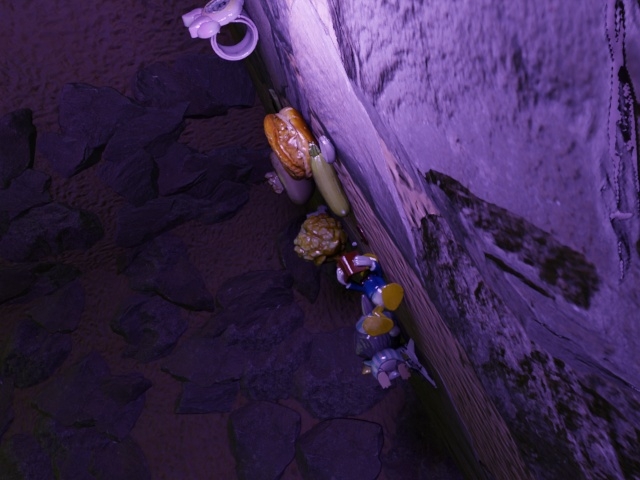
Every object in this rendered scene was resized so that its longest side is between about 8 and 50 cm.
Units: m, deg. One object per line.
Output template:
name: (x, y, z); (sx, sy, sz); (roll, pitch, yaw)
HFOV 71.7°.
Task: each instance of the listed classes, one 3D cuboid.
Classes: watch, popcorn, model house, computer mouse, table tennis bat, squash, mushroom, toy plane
watch: (-0.377, -0.821, 1.754); (0.211, 0.248, 0.217); (60, 180, 37)
popcorn: (0.005, -0.001, 2.399); (0.335, 0.274, 0.279); (-20, -56, -57)
model house: (0.016, -0.110, 2.801); (0.301, 0.190, 0.271); (-96, -20, -50)
computer mouse: (0.026, -0.289, 1.407); (0.066, 0.039, 0.096); (-120, 11, -49)
table tennis bat: (0.168, -0.017, 1.789); (0.087, 0.013, 0.156); (60, 176, 13)
squash: (0.024, -0.226, 1.642); (0.341, 0.094, 0.094); (61, 179, -30)
mushroom: (-0.194, -0.357, 2.518); (0.362, 0.294, 0.362); (62, 176, 7)
toy plane: (0.417, 0.545, 1.925); (0.234, 0.082, 0.160); (63, -155, 6)

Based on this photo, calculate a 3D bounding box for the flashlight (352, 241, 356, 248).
flashlight: (0.170, 0.026, 2.213); (0.018, 0.018, 0.083); (61, 178, 13)

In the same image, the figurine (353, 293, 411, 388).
figurine: (0.252, 0.445, 2.102); (0.378, 0.266, 0.361); (64, 179, -7)

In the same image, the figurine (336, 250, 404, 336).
figurine: (0.170, 0.158, 1.655); (0.283, 0.205, 0.338); (37, -167, -3)

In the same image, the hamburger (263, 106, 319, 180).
hamburger: (-0.103, -0.372, 1.755); (0.314, 0.170, 0.290); (67, 178, -80)

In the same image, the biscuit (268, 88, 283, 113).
biscuit: (-0.212, -0.681, 2.371); (0.099, 0.038, 0.322); (58, 175, 28)
